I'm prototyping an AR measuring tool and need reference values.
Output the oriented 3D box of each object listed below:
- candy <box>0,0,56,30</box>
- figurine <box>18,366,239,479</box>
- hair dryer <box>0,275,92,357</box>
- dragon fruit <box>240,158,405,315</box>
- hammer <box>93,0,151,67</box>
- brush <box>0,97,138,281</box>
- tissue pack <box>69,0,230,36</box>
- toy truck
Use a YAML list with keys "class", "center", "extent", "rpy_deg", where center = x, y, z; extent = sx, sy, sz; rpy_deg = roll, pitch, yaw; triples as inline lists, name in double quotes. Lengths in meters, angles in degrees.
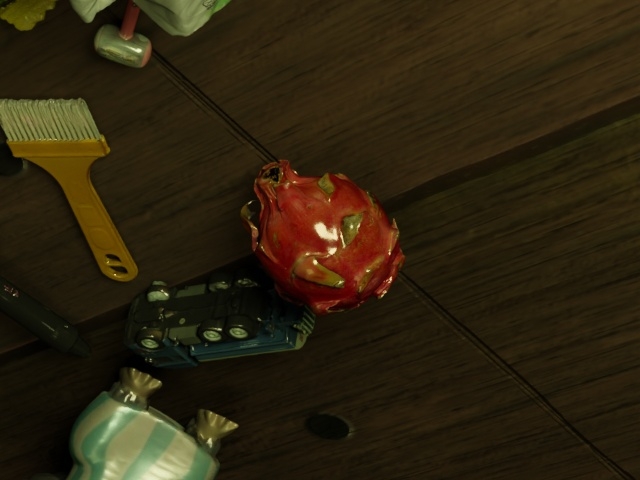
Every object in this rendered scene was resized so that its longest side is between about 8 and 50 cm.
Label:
- class: "candy"
  center: [-0.305, -0.225, 1.598]
  extent: [0.297, 0.081, 0.187]
  rpy_deg: [-2, 160, -47]
- class: "figurine"
  center: [-0.274, 0.324, 2.295]
  extent: [0.266, 0.361, 0.377]
  rpy_deg: [31, 174, -14]
- class: "hair dryer"
  center: [-0.343, 0.063, 2.097]
  extent: [0.114, 0.070, 0.248]
  rpy_deg: [-18, 140, 34]
- class: "dragon fruit"
  center: [0.000, 0.000, 1.831]
  extent: [0.136, 0.133, 0.166]
  rpy_deg: [-29, 114, 32]
- class: "hammer"
  center: [-0.168, -0.191, 1.736]
  extent: [0.052, 0.031, 0.083]
  rpy_deg: [17, 132, -7]
- class: "brush"
  center: [-0.236, -0.045, 1.952]
  extent: [0.103, 0.013, 0.272]
  rpy_deg: [1, 141, 18]
- class: "tissue pack"
  center: [-0.148, -0.253, 1.460]
  extent: [0.159, 0.145, 0.229]
  rpy_deg: [44, 167, 12]
- class: "toy truck"
  center: [-0.099, 0.082, 2.022]
  extent: [0.201, 0.074, 0.088]
  rpy_deg: [-10, 145, 28]
